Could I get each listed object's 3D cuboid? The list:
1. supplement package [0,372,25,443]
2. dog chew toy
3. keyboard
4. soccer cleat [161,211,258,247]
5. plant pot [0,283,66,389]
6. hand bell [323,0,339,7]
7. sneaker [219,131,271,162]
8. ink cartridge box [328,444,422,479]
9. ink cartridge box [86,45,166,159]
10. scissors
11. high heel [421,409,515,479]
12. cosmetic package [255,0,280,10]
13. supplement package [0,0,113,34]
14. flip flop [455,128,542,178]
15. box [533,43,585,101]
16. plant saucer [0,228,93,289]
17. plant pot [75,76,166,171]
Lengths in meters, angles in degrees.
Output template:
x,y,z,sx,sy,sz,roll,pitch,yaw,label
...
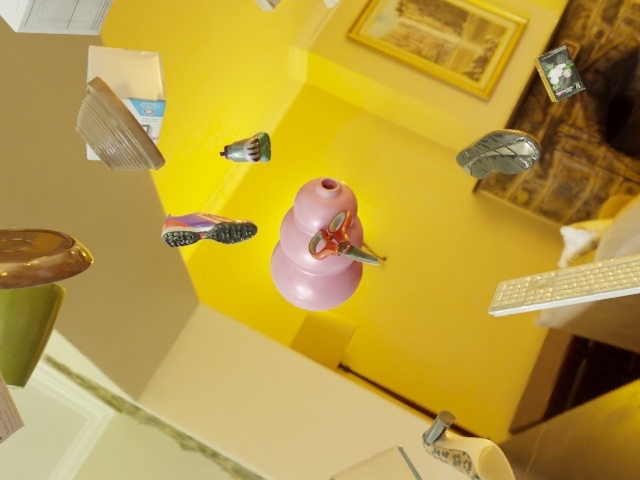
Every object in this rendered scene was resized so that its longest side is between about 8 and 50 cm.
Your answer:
x,y,z,sx,sy,sz,roll,pitch,yaw,label
-0.690,0.308,1.172,0.203,0.149,0.194,-42,-49,-46,supplement package
0.000,0.000,1.385,0.206,0.207,0.331,-56,-17,-40,dog chew toy
0.335,0.050,0.813,0.256,0.014,0.072,-16,29,37,keyboard
-0.370,-0.052,2.187,0.108,0.319,0.116,86,179,-52,soccer cleat
-0.897,0.272,1.868,0.274,0.275,0.293,92,180,-69,plant pot
-0.068,-0.596,1.397,0.126,0.242,0.126,-27,60,59,hand bell
-0.192,-0.242,1.705,0.224,0.098,0.083,-41,-52,-79,sneaker
0.163,0.638,1.285,0.166,0.285,0.394,-22,-43,-13,ink cartridge box
-0.570,-0.386,1.885,0.270,0.198,0.197,122,141,-52,ink cartridge box
0.036,0.022,1.127,0.109,0.021,0.297,-43,21,7,scissors
0.356,0.539,1.559,0.093,0.261,0.186,-30,-28,-28,high heel
-0.163,-0.663,1.719,0.115,0.060,0.041,43,-102,-34,cosmetic package
-0.644,-0.594,1.573,0.139,0.134,0.244,-50,-14,31,supplement package
0.405,-0.204,1.484,0.080,0.112,0.277,-43,7,-13,flip flop
0.410,-0.287,1.122,0.052,0.083,0.062,-24,5,15,box
-0.636,0.028,1.352,0.310,0.311,0.050,-42,-42,-66,plant saucer
-0.456,-0.231,1.432,0.110,0.237,0.237,-40,-14,-10,plant pot
